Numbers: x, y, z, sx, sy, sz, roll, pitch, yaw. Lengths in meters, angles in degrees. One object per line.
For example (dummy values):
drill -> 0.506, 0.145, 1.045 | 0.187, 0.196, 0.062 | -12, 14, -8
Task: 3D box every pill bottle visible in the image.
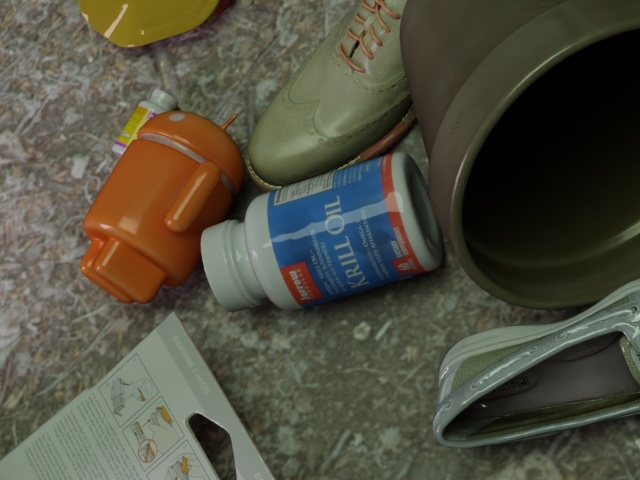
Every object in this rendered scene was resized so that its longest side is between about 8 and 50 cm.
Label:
pill bottle -> -0.189, -0.122, 1.946 | 0.043, 0.043, 0.083 | 26, 81, 28
pill bottle -> 0.000, 0.000, 1.778 | 0.221, 0.124, 0.124 | -18, 64, 15

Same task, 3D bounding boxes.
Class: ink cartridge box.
ink cartridge box -> -0.156, 0.264, 1.749 | 0.261, 0.066, 0.296 | -40, 61, 12

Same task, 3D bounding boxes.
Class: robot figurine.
robot figurine -> -0.162, -0.042, 1.853 | 0.128, 0.158, 0.219 | 26, 74, 14

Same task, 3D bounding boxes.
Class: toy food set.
toy food set -> -0.161, -0.290, 1.997 | 0.217, 0.071, 0.128 | -13, 89, 18

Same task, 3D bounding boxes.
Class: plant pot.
plant pot -> 0.211, -0.142, 1.672 | 0.323, 0.323, 0.280 | -37, 45, 4

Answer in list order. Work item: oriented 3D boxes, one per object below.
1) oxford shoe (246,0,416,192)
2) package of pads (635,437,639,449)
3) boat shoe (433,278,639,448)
oxford shoe -> 0.060, -0.212, 1.824 | 0.397, 0.146, 0.140 | -46, 61, 0
package of pads -> 0.428, 0.213, 1.483 | 0.229, 0.101, 0.296 | -34, 36, 6
boat shoe -> 0.254, 0.117, 1.616 | 0.320, 0.118, 0.103 | -14, 28, 20
